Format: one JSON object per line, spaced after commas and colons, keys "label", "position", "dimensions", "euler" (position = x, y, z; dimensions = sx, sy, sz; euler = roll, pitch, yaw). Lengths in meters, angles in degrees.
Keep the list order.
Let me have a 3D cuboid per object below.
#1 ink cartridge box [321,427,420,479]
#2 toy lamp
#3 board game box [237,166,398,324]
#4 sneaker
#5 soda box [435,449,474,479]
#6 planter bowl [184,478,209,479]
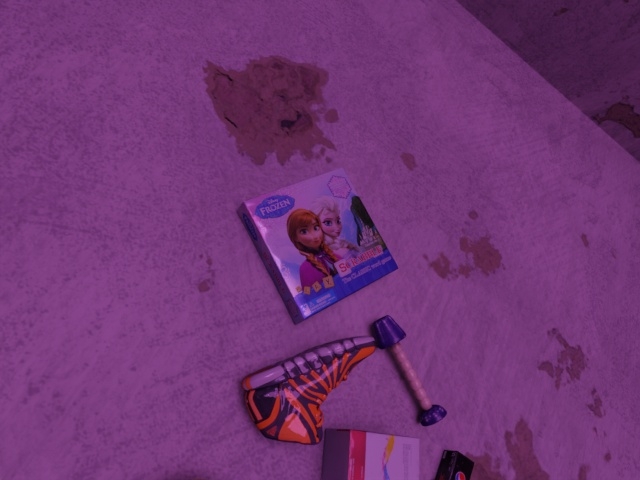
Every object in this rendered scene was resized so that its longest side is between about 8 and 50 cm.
{"label": "ink cartridge box", "position": [0.108, 0.481, 0.981], "dimensions": [0.176, 0.128, 0.128], "euler": [15, 64, -20]}
{"label": "toy lamp", "position": [0.215, 0.317, 1.131], "dimensions": [0.080, 0.080, 0.275], "euler": [-24, 81, -32]}
{"label": "board game box", "position": [0.000, 0.000, 1.162], "dimensions": [0.318, 0.066, 0.318], "euler": [-25, 82, -32]}
{"label": "sneaker", "position": [-0.002, 0.333, 1.007], "dimensions": [0.320, 0.124, 0.180], "euler": [-17, 82, -20]}
{"label": "soda box", "position": [0.304, 0.591, 1.077], "dimensions": [0.060, 0.053, 0.169], "euler": [37, 59, -9]}
{"label": "planter bowl", "position": [-0.242, 0.540, 0.807], "dimensions": [0.217, 0.090, 0.217], "euler": [10, 67, -23]}
